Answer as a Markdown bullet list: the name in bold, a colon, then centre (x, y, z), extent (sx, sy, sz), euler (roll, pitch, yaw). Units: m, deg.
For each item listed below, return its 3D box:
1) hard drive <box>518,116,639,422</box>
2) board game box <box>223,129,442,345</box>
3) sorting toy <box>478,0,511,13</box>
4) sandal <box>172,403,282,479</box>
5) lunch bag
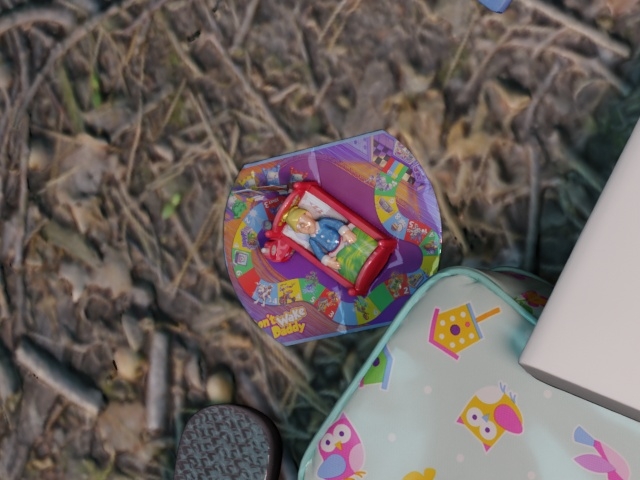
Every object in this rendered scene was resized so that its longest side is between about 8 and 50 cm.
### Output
- **hard drive**: centre (0.270, -0.026, 1.021), extent (0.203, 0.040, 0.307), euler (22, 78, 31)
- **board game box**: centre (0.000, 0.000, 1.229), extent (0.169, 0.033, 0.133), euler (-13, 85, 26)
- **sorting toy**: centre (0.184, -0.302, 1.127), extent (0.348, 0.047, 0.196), euler (-41, 74, 20)
- **sandal**: centre (-0.083, 0.242, 1.269), extent (0.097, 0.054, 0.254), euler (21, 90, 17)
- **lunch bag**: centre (0.132, 0.161, 1.126), extent (0.279, 0.108, 0.224), euler (39, 108, 20)
